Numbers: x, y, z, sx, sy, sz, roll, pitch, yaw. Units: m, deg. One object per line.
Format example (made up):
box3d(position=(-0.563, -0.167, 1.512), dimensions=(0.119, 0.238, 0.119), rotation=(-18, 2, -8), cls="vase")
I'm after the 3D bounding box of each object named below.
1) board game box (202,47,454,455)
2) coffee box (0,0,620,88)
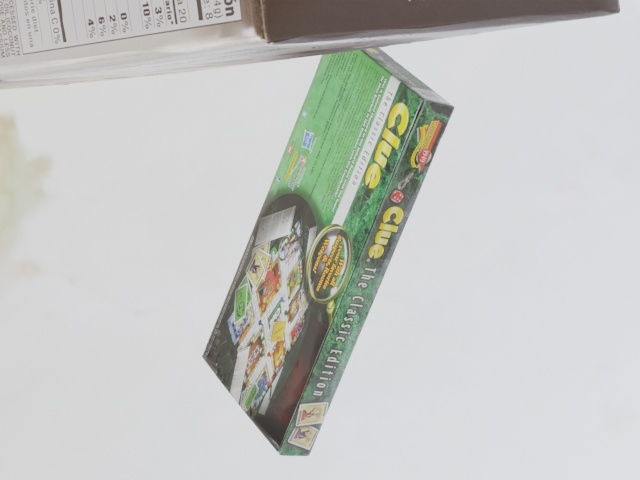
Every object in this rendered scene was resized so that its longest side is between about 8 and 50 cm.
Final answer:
box3d(position=(0.000, 0.000, 1.271), dimensions=(0.030, 0.136, 0.259), rotation=(12, -69, -30), cls="board game box")
box3d(position=(-0.049, -0.127, 0.746), dimensions=(0.168, 0.297, 0.118), rotation=(-9, -85, -39), cls="coffee box")
